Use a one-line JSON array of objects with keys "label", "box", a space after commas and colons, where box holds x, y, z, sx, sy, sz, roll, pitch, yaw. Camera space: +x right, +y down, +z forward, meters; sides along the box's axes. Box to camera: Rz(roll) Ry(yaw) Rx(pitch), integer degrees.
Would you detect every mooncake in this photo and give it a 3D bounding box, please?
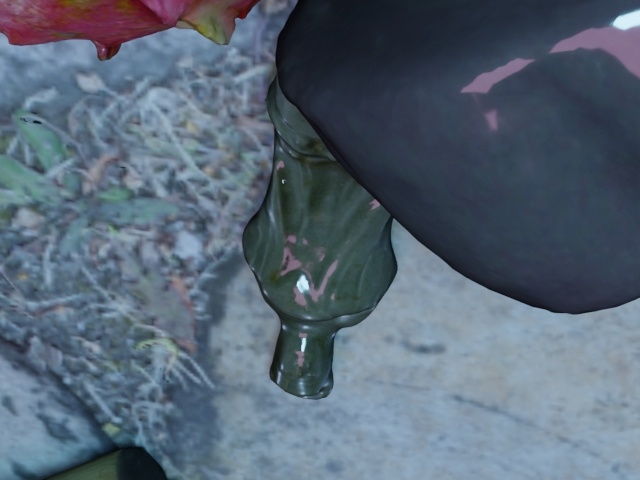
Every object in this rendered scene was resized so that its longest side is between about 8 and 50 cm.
[{"label": "mooncake", "box": [0.109, -0.085, 0.636, 0.245, 0.245, 0.133, -27, 118, 28]}]

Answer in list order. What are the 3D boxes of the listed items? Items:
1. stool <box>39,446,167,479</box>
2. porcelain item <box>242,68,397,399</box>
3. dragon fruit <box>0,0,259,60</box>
[{"label": "stool", "box": [-0.248, 0.156, 0.854, 0.226, 0.310, 0.310, -26, 117, 17]}, {"label": "porcelain item", "box": [0.000, 0.000, 0.828, 0.081, 0.069, 0.215, 12, 132, -2]}, {"label": "dragon fruit", "box": [-0.091, -0.169, 0.639, 0.268, 0.205, 0.210, -4, 162, 18]}]
